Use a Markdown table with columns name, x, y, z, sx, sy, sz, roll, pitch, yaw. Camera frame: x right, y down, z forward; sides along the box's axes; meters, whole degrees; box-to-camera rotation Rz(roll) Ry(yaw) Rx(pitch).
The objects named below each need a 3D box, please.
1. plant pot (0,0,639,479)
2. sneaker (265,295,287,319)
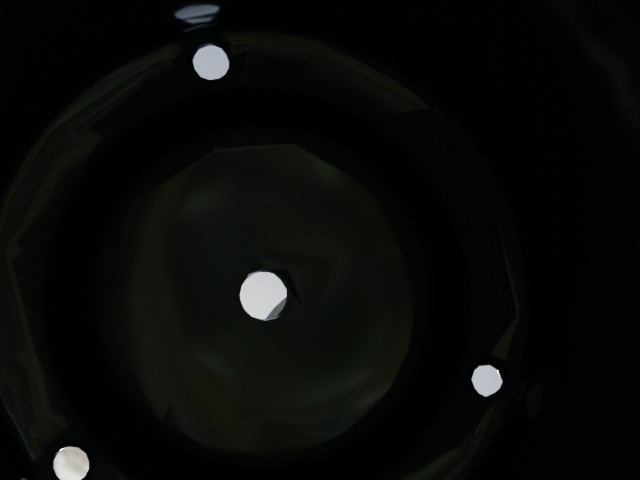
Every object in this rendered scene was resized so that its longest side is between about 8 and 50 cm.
| name | x | y | z | sx | sy | sz | roll | pitch | yaw |
| --- | --- | --- | --- | --- | --- | --- | --- | --- | --- |
| plant pot | 0.000 | 0.000 | 0.416 | 0.255 | 0.271 | 0.272 | 141 | -72 | -79 |
| sneaker | 0.002 | 0.055 | 0.863 | 0.064 | 0.192 | 0.086 | 40 | -68 | 1 |
